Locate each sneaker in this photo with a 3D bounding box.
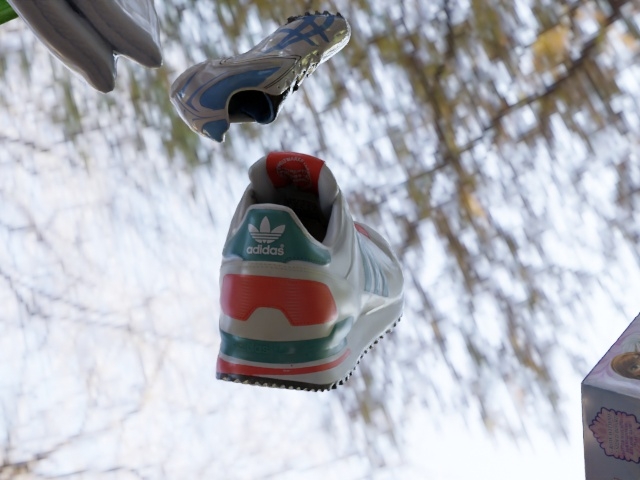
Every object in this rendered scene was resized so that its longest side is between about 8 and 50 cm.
[{"bbox_3d":[0.000,0.000,0.619,0.057,0.161,0.075,5,-75,12],"label":"sneaker"},{"bbox_3d":[-0.050,-0.165,1.662,0.237,0.086,0.085,-32,-11,-38],"label":"sneaker"}]

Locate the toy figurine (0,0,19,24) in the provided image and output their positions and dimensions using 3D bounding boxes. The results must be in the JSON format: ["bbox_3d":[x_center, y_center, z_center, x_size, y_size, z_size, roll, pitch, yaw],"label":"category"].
[{"bbox_3d":[-0.203,-0.205,0.898,0.130,0.173,0.159,-37,-68,-30],"label":"toy figurine"}]

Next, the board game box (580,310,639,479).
[{"bbox_3d":[0.309,0.164,1.306,0.318,0.066,0.318,-40,-47,-43],"label":"board game box"}]

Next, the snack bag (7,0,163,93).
[{"bbox_3d":[-0.177,-0.221,0.645,0.037,0.323,0.342,-37,-74,5],"label":"snack bag"}]
